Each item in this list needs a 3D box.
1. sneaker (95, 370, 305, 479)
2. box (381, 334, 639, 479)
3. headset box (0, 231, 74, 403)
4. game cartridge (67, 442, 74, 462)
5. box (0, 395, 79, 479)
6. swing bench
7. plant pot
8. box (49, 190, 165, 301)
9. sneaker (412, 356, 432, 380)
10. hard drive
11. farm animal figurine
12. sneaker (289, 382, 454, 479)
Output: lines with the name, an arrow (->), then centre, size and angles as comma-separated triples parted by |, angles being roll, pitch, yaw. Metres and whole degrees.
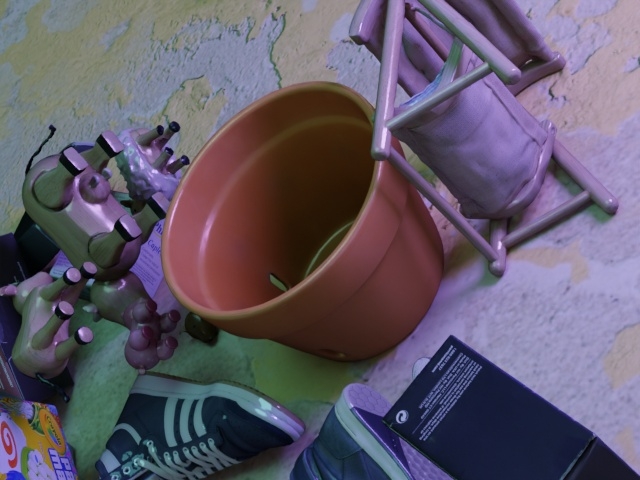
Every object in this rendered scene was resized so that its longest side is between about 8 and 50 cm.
sneaker -> -0.141, 0.235, 1.673 | 0.282, 0.099, 0.153 | 2, 56, 49
box -> 0.201, 0.211, 1.278 | 0.103, 0.261, 0.184 | -50, 42, -2
headset box -> -0.468, 0.132, 1.940 | 0.293, 0.110, 0.218 | -22, 92, 28
game cartridge -> -0.425, 0.364, 1.858 | 0.297, 0.062, 0.198 | -31, 48, 19
box -> -0.386, 0.326, 1.617 | 0.177, 0.279, 0.290 | -31, 65, 19
swing bench -> 0.162, -0.148, 1.588 | 0.165, 0.253, 0.254 | -30, 45, 19
plant pot -> 0.000, 0.000, 1.652 | 0.291, 0.203, 0.290 | -22, 49, 28
box -> -0.260, 0.012, 1.954 | 0.126, 0.072, 0.137 | 11, 68, 36
sneaker -> 0.118, 0.164, 1.538 | 0.052, 0.058, 0.135 | -35, 42, 15
hard drive -> -0.359, -0.039, 2.019 | 0.172, 0.054, 0.255 | -67, 15, -20
farm animal figurine -> -0.259, 0.027, 1.775 | 0.172, 0.330, 0.326 | -40, 71, 39
sneaker -> 0.059, 0.276, 1.491 | 0.226, 0.086, 0.163 | 50, 118, 27
